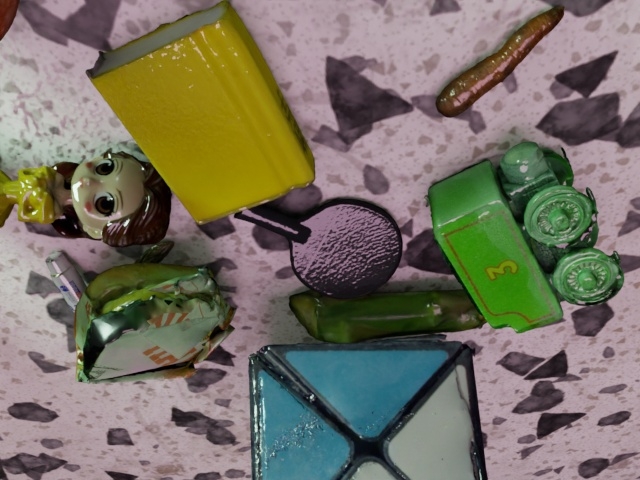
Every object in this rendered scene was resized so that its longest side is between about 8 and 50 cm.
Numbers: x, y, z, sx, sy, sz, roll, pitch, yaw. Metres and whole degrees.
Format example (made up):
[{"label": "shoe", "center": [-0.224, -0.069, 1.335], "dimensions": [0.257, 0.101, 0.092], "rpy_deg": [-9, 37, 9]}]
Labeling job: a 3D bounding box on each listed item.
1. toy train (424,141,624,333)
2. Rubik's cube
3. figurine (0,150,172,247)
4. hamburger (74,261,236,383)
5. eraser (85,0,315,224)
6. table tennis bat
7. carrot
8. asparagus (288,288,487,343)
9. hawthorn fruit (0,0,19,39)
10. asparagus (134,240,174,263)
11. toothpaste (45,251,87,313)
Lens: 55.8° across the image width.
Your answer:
[{"label": "toy train", "center": [0.254, 0.002, 0.759], "dimensions": [0.188, 0.132, 0.243], "rpy_deg": [-26, 119, 22]}, {"label": "Rubik's cube", "center": [0.054, 0.321, 0.866], "dimensions": [0.305, 0.307, 0.310], "rpy_deg": [-1, 156, -4]}, {"label": "figurine", "center": [-0.326, -0.047, 0.668], "dimensions": [0.315, 0.187, 0.168], "rpy_deg": [-3, 131, -13]}, {"label": "hamburger", "center": [-0.212, 0.096, 0.803], "dimensions": [0.214, 0.125, 0.235], "rpy_deg": [-9, 140, -35]}, {"label": "eraser", "center": [-0.116, -0.129, 0.659], "dimensions": [0.158, 0.069, 0.226], "rpy_deg": [-19, 131, 12]}, {"label": "table tennis bat", "center": [0.000, 0.000, 0.802], "dimensions": [0.236, 0.027, 0.150], "rpy_deg": [22, 113, -17]}, {"label": "carrot", "center": [0.193, -0.190, 0.652], "dimensions": [0.165, 0.036, 0.035], "rpy_deg": [-37, 125, 23]}, {"label": "asparagus", "center": [0.124, 0.105, 0.886], "dimensions": [0.343, 0.085, 0.082], "rpy_deg": [-1, 108, -1]}, {"label": "hawthorn fruit", "center": [-0.359, -0.201, 0.441], "dimensions": [0.242, 0.272, 0.242], "rpy_deg": [-6, 136, -6]}, {"label": "asparagus", "center": [-0.277, 0.071, 0.858], "dimensions": [0.034, 0.027, 0.236], "rpy_deg": [25, 126, -30]}, {"label": "toothpaste", "center": [-0.325, 0.112, 0.861], "dimensions": [0.052, 0.033, 0.218], "rpy_deg": [-5, 122, 26]}]
